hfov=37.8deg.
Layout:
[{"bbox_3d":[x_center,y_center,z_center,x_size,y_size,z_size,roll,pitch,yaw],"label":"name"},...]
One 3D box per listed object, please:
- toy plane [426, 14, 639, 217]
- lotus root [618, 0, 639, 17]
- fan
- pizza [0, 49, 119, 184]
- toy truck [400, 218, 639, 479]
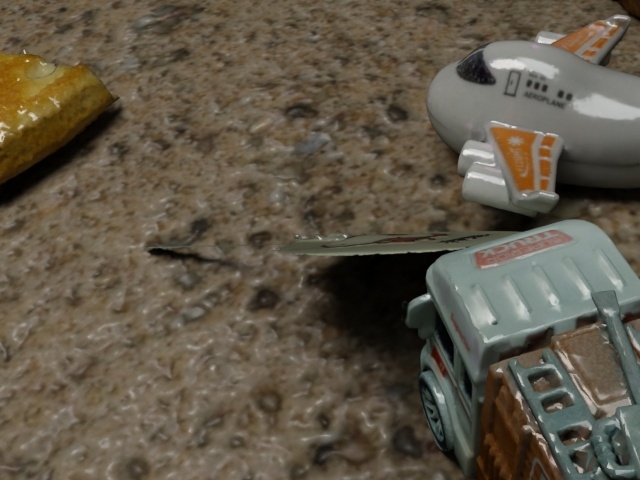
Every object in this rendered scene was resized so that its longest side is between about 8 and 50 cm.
[{"bbox_3d":[0.201,-0.104,0.743,0.244,0.117,0.245,-5,45,5],"label":"toy plane"},{"bbox_3d":[0.377,-0.269,0.917,0.170,0.074,0.260,-33,50,-22],"label":"lotus root"},{"bbox_3d":[0.000,-0.001,0.683,0.329,0.009,0.191,-1,5,31],"label":"fan"},{"bbox_3d":[-0.356,-0.130,0.897,0.280,0.075,0.287,-27,45,-24],"label":"pizza"},{"bbox_3d":[0.149,0.120,0.485,0.136,0.162,0.305,-16,44,-6],"label":"toy truck"}]
